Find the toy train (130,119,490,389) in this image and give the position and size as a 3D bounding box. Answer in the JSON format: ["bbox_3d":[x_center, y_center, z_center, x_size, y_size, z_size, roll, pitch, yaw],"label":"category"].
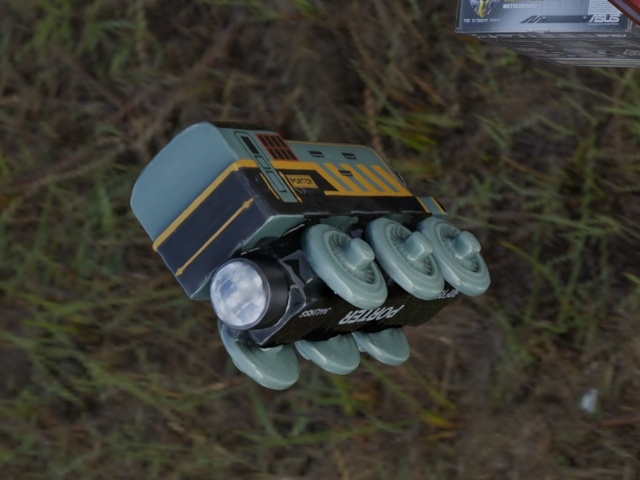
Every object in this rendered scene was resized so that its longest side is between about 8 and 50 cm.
[{"bbox_3d":[0.000,0.000,1.362,0.142,0.334,0.190,-43,71,25],"label":"toy train"}]

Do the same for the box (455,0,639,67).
[{"bbox_3d":[0.285,-0.223,1.812,0.231,0.183,0.056,8,88,47],"label":"box"}]

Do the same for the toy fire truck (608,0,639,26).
[{"bbox_3d":[0.192,-0.287,1.217,0.169,0.254,0.302,-51,33,7],"label":"toy fire truck"}]
